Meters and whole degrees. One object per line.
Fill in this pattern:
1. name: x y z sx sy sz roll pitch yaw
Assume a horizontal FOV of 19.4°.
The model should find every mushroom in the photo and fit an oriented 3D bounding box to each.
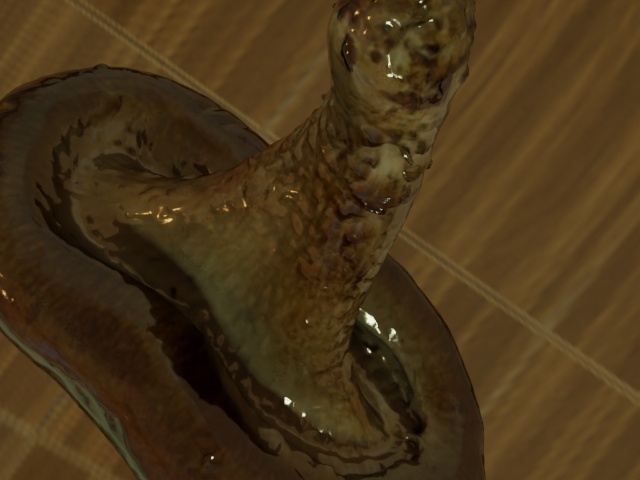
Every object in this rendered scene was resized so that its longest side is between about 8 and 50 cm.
1. mushroom: 0.000 0.000 0.613 0.227 0.148 0.217 42 138 -5
